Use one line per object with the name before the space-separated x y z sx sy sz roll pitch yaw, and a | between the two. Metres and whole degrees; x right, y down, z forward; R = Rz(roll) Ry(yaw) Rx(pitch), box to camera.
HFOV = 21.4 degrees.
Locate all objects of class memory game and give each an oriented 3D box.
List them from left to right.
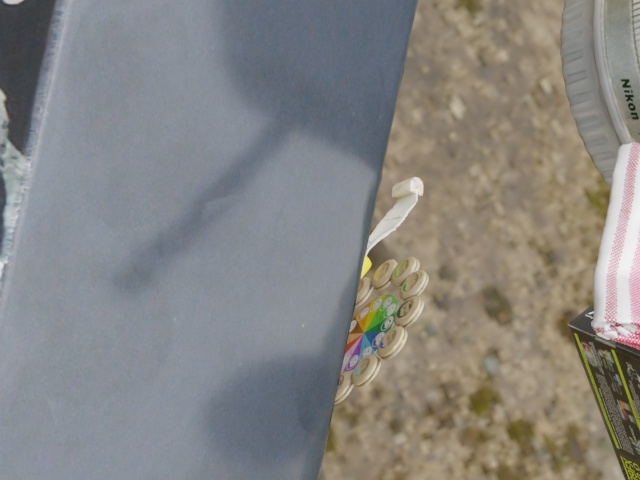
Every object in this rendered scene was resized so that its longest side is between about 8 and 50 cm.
memory game | 0.042 0.091 1.728 0.012 0.186 0.186 39 44 -21

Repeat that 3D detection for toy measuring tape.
toy measuring tape | 0.000 0.000 1.885 0.121 0.121 0.330 50 51 -12

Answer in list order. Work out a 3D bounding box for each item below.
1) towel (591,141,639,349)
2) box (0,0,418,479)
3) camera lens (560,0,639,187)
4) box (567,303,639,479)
towel | 0.244 0.023 0.905 0.197 0.029 0.144 19 45 -3
box | -0.230 -0.054 1.005 0.297 0.471 0.480 18 82 -54
camera lens | 0.320 -0.132 1.074 0.219 0.274 0.219 14 70 -43
box | 0.392 0.209 1.834 0.060 0.216 0.270 -33 117 -19
